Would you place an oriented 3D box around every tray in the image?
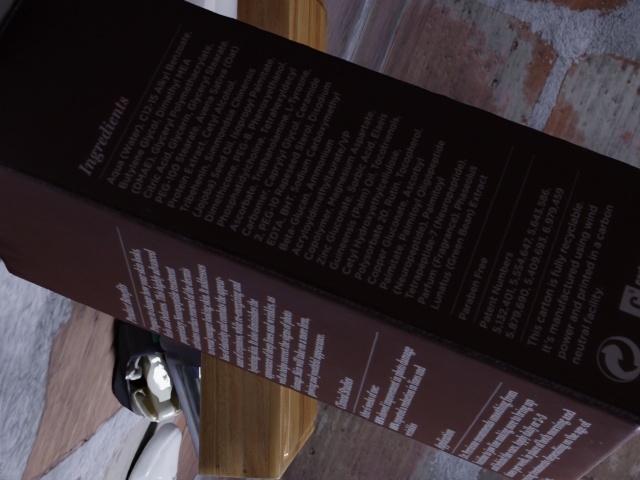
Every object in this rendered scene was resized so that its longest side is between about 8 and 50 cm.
[{"bbox_3d":[-0.044,-0.022,1.019,0.203,0.076,0.411,-15,108,-82],"label":"tray"}]

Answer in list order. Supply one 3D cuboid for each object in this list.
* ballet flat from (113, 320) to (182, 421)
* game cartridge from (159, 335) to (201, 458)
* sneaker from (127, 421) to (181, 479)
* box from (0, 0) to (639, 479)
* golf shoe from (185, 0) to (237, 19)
[{"bbox_3d":[-0.165,0.136,1.153,0.203,0.074,0.074,99,14,-54],"label":"ballet flat"},{"bbox_3d":[-0.097,0.072,1.191,0.355,0.068,0.230,88,11,-62],"label":"game cartridge"},{"bbox_3d":[-0.200,0.333,1.456,0.080,0.094,0.212,21,91,-82],"label":"sneaker"},{"bbox_3d":[0.000,0.000,0.675,0.191,0.381,0.143,99,12,-67],"label":"box"},{"bbox_3d":[-0.081,-0.108,0.833,0.105,0.120,0.273,-52,162,-62],"label":"golf shoe"}]
